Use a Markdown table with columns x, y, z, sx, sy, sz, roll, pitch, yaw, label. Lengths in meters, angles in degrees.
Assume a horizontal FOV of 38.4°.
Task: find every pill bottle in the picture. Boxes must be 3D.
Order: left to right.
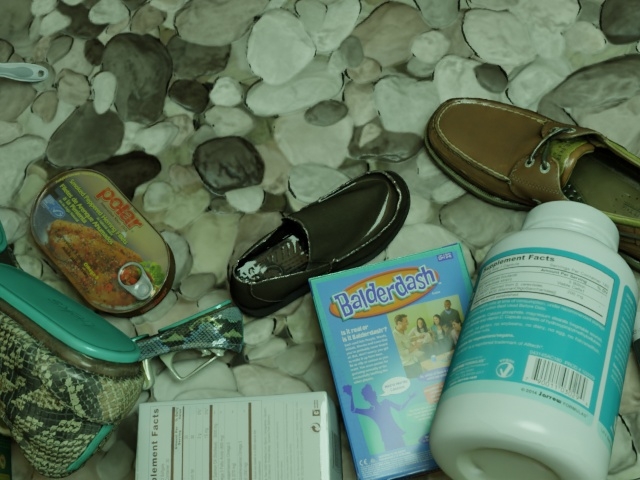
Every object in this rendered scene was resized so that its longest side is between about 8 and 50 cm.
| x | y | z | sx | sy | sz | roll | pitch | yaw | label |
| --- | --- | --- | --- | --- | --- | --- | --- | --- | --- |
| 0.197 | 0.091 | 0.812 | 0.146 | 0.146 | 0.264 | 15 | 54 | 13 | pill bottle |

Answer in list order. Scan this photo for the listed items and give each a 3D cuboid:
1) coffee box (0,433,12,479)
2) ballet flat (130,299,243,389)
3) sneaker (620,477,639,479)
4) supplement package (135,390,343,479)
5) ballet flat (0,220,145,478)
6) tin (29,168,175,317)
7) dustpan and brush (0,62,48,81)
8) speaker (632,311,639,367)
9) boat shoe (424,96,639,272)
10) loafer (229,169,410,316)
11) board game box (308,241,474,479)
| x | y | z | sx | sy | sz | roll | pitch | yaw | label |
| --- | --- | --- | --- | --- | --- | --- | --- | --- | --- |
| -0.337 | 0.277 | 0.887 | 0.041 | 0.113 | 0.184 | -11 | 72 | 4 | coffee box |
| -0.167 | 0.119 | 0.943 | 0.189 | 0.070 | 0.070 | -19 | 70 | 6 | ballet flat |
| 0.269 | 0.255 | 0.774 | 0.385 | 0.147 | 0.145 | -15 | 70 | 0 | sneaker |
| -0.074 | 0.207 | 0.873 | 0.179 | 0.105 | 0.105 | -5 | 71 | 8 | supplement package |
| -0.369 | 0.060 | 0.930 | 0.483 | 0.164 | 0.182 | 38 | 101 | 30 | ballet flat |
| -0.236 | 0.002 | 1.005 | 0.106 | 0.040 | 0.189 | -44 | 71 | -3 | tin |
| -0.409 | -0.198 | 1.033 | 0.060 | 0.211 | 0.147 | 15 | 103 | 35 | dustpan and brush |
| 0.332 | 0.130 | 0.864 | 0.055 | 0.055 | 0.136 | -12 | 71 | 5 | speaker |
| 0.245 | -0.076 | 0.919 | 0.307 | 0.104 | 0.110 | 26 | 77 | 16 | boat shoe |
| 0.000 | 0.000 | 0.945 | 0.220 | 0.078 | 0.080 | -38 | 70 | -5 | loafer |
| 0.089 | 0.121 | 0.901 | 0.160 | 0.047 | 0.210 | -13 | 70 | -2 | board game box |
